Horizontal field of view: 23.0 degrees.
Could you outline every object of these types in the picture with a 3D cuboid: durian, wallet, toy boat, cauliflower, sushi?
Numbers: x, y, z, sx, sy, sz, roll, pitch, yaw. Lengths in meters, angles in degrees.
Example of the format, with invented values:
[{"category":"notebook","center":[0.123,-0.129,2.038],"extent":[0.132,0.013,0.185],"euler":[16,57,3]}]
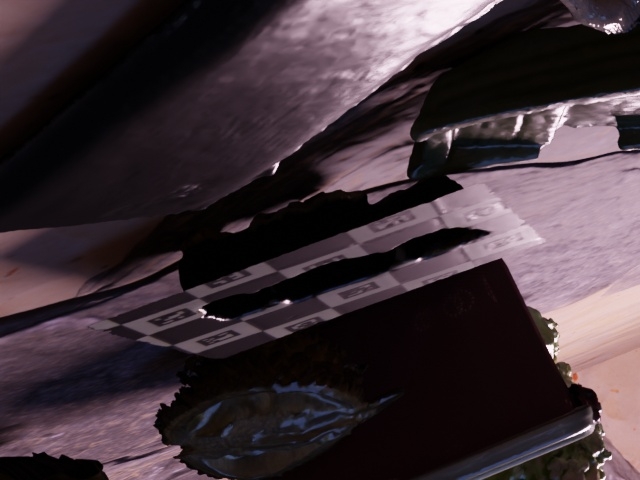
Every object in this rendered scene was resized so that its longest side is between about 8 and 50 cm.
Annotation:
[{"category":"durian","center":[-0.031,0.111,1.178],"extent":[0.188,0.091,0.148],"euler":[-4,142,5]},{"category":"wallet","center":[-0.018,-0.066,0.576],"extent":[0.146,0.030,0.285],"euler":[-6,161,-45]},{"category":"toy boat","center":[0.185,-0.065,0.728],"extent":[0.293,0.055,0.093],"euler":[-1,164,0]},{"category":"cauliflower","center":[0.185,0.155,1.587],"extent":[0.239,0.256,0.315],"euler":[-13,135,-24]},{"category":"sushi","center":[0.000,0.000,0.855],"extent":[0.215,0.050,0.192],"euler":[-20,166,13]}]

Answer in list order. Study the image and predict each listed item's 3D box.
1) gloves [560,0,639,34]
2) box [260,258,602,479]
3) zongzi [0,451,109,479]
[{"category":"gloves","center":[0.110,-0.102,0.622],"extent":[0.044,0.037,0.081],"euler":[-56,156,-12]},{"category":"box","center":[0.069,0.133,1.301],"extent":[0.294,0.167,0.193],"euler":[-24,170,6]},{"category":"zongzi","center":[-0.347,0.251,1.205],"extent":[0.317,0.154,0.289],"euler":[-7,-177,35]}]
